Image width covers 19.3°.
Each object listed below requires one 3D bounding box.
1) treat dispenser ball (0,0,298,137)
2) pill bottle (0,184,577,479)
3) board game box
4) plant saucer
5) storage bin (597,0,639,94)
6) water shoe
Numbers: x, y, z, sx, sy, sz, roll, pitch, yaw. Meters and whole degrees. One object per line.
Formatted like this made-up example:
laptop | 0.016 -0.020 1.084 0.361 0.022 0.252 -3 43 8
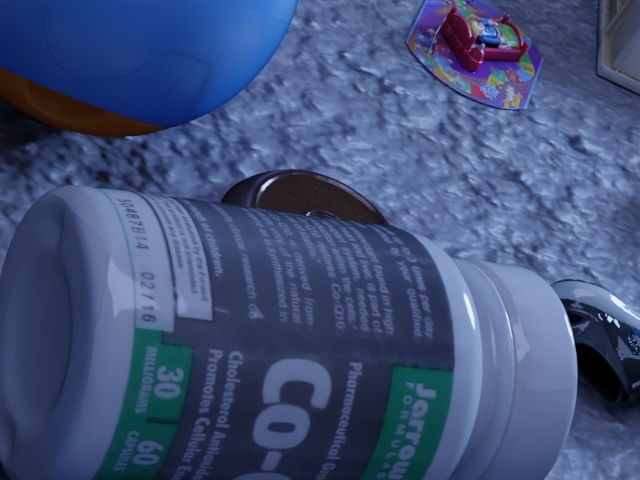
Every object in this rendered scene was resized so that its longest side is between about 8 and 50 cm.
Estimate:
treat dispenser ball | -0.155 -0.222 1.432 0.288 0.288 0.288 19 40 -17
pill bottle | -0.022 0.082 1.261 0.361 0.204 0.204 7 45 -29
board game box | 0.159 -0.196 1.825 0.133 0.033 0.168 30 38 -3
plant saucer | 0.000 0.000 1.508 0.168 0.029 0.168 19 41 -18
storage bin | 0.436 -0.235 1.989 0.262 0.123 0.260 24 38 -11
water shoe | 0.262 0.108 1.559 0.203 0.073 0.080 26 65 -9
